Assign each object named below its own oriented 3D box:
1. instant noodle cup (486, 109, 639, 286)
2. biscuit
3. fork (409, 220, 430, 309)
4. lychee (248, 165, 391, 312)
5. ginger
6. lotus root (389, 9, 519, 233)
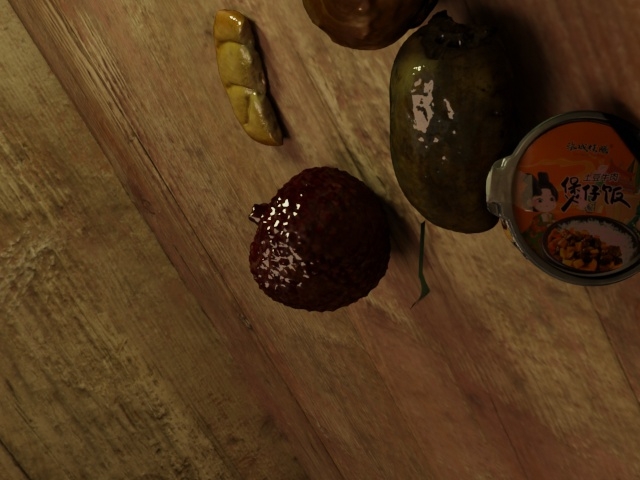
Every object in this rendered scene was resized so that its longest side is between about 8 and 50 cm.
[{"bbox_3d":[0.267,-0.041,0.915,0.208,0.178,0.125,23,176,-3],"label":"instant noodle cup"},{"bbox_3d":[-0.143,-0.300,1.574,0.154,0.045,0.299,38,155,41],"label":"biscuit"},{"bbox_3d":[0.173,0.051,1.453,0.021,0.039,0.235,38,152,28],"label":"fork"},{"bbox_3d":[0.000,0.000,1.455,0.260,0.260,0.261,45,159,23],"label":"lychee"},{"bbox_3d":[0.066,-0.306,0.916,0.165,0.172,0.321,15,160,-10],"label":"ginger"},{"bbox_3d":[0.154,-0.122,0.997,0.160,0.151,0.275,-83,-17,-45],"label":"lotus root"}]
